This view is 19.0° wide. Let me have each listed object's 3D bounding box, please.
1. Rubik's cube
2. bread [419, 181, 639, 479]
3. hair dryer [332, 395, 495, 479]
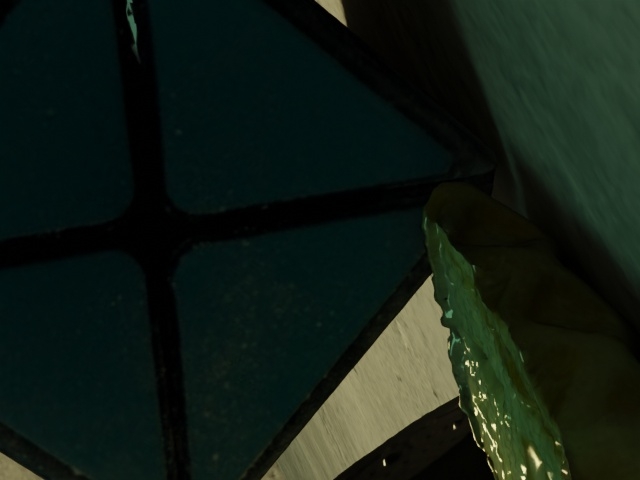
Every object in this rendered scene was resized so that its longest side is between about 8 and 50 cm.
[{"bbox_3d":[-0.108,-0.039,0.935,0.259,0.260,0.255,34,-173,-24],"label":"Rubik's cube"},{"bbox_3d":[0.106,0.078,0.800,0.232,0.088,0.128,-114,17,-52],"label":"bread"},{"bbox_3d":[0.095,0.245,1.152,0.320,0.156,0.284,58,163,-12],"label":"hair dryer"}]
